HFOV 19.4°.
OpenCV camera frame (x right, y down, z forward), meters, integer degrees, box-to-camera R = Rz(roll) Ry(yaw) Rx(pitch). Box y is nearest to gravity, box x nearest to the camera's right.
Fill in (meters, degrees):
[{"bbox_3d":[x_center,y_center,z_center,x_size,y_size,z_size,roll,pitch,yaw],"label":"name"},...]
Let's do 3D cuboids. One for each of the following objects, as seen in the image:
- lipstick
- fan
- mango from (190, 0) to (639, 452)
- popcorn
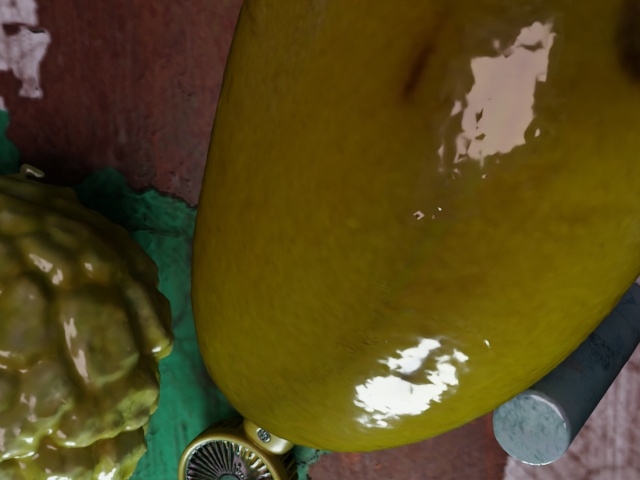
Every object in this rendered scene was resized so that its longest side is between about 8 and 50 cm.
[{"bbox_3d":[0.146,0.072,1.077,0.048,0.158,0.048,11,118,23],"label":"lipstick"},{"bbox_3d":[-0.037,0.136,1.275,0.082,0.039,0.155,38,123,7],"label":"fan"},{"bbox_3d":[0.055,-0.065,0.994,0.445,0.221,0.301,-53,46,33],"label":"mango"},{"bbox_3d":[-0.227,0.066,1.222,0.252,0.206,0.236,7,77,-11],"label":"popcorn"}]
